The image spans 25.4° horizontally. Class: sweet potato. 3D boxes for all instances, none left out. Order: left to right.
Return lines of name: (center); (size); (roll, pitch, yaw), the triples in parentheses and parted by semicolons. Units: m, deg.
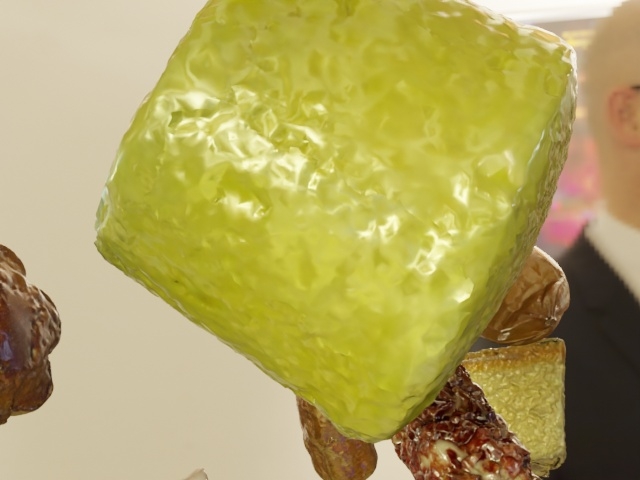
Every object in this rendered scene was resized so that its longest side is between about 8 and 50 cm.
sweet potato: (0.016, 0.201, 1.733); (0.097, 0.252, 0.097); (-7, 35, 5)

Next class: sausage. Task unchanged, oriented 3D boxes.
sausage: (0.161, 0.034, 1.386); (0.112, 0.112, 0.328); (-4, 20, -19)

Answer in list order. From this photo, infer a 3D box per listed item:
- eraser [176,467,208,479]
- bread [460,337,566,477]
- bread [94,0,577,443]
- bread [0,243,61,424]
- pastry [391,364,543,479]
eraser: (-0.210, 0.265, 1.185); (0.204, 0.059, 0.243); (-9, -27, -22)
bread: (0.213, 0.179, 1.558); (0.127, 0.147, 0.152); (8, -21, -19)
bread: (0.015, -0.052, 1.082); (0.307, 0.348, 0.348); (30, 2, 3)
bread: (-0.443, 0.131, 1.841); (0.232, 0.247, 0.135); (-5, -14, -46)
pastry: (0.115, 0.173, 1.240); (0.097, 0.115, 0.208); (-20, 45, -14)
